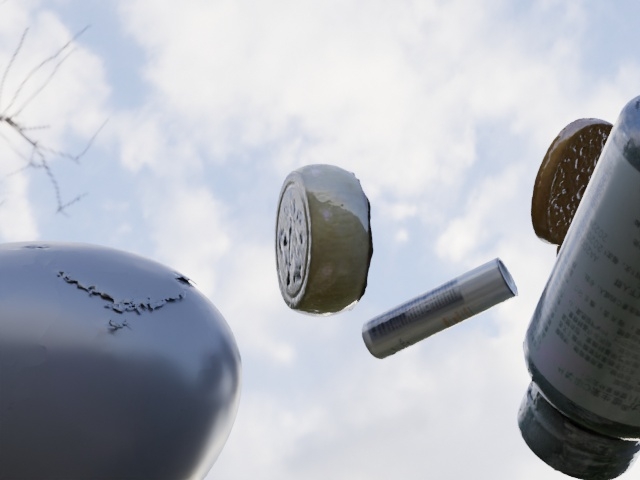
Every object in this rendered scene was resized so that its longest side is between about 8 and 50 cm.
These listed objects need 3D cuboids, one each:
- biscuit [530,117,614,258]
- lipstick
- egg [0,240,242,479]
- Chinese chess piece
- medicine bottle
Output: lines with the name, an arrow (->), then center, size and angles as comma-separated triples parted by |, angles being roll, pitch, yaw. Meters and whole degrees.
biscuit -> 0.399, -0.057, 1.550 | 0.044, 0.202, 0.288 | 27, -18, 43
lipstick -> 0.103, 0.062, 0.914 | 0.141, 0.040, 0.040 | -27, -66, 18
egg -> -0.130, 0.074, 0.426 | 0.199, 0.146, 0.146 | -24, -60, -6
Chinese chess piece -> 0.000, 0.000, 1.720 | 0.104, 0.257, 0.257 | 1, -51, -17
medicine bottle -> 0.237, 0.046, 0.762 | 0.142, 0.141, 0.293 | 17, -56, 2
